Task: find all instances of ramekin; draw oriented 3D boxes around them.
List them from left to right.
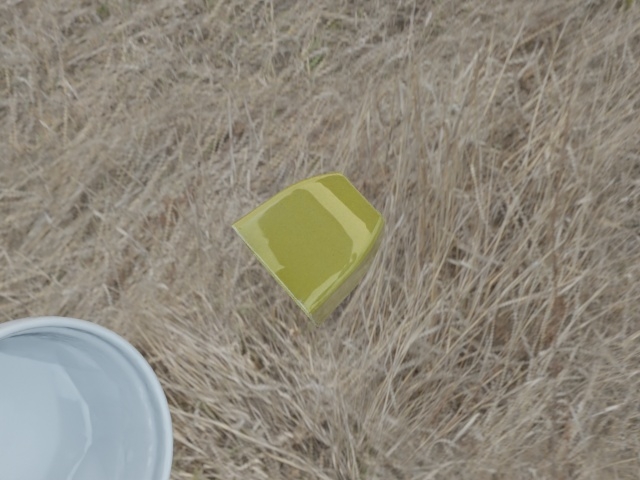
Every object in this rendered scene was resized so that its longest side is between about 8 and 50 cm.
[{"bbox_3d":[-0.227,0.160,0.667,0.207,0.109,0.207,3,86,-40],"label":"ramekin"}]

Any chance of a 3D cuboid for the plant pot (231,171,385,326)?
[{"bbox_3d":[0.000,0.000,0.613,0.083,0.081,0.081,-41,79,-5],"label":"plant pot"}]
